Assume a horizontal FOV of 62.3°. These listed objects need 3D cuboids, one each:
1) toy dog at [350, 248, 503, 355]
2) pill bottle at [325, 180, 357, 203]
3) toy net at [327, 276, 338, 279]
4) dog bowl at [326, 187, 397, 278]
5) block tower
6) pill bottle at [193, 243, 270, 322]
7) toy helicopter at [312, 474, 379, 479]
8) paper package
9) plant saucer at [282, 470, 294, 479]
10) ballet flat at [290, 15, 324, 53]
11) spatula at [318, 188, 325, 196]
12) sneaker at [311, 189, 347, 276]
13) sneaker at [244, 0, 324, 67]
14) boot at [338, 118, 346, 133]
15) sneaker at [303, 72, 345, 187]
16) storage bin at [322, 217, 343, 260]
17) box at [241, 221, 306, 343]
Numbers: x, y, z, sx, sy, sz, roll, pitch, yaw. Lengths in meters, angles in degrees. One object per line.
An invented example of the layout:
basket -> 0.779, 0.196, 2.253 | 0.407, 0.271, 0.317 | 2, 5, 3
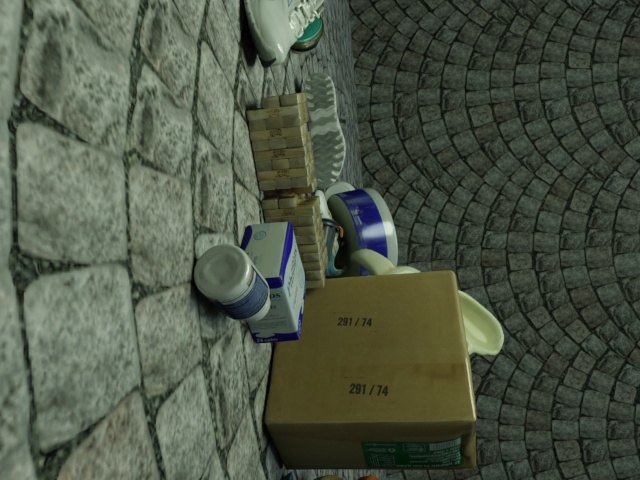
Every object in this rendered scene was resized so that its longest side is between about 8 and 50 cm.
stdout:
toy dog -> 0.151, 0.243, 1.272 | 0.284, 0.395, 0.408 | -42, 173, -25
pill bottle -> 0.064, -0.125, 1.610 | 0.180, 0.108, 0.107 | -25, 109, -80
toy net -> 0.044, 0.039, 1.593 | 0.122, 0.045, 0.232 | 40, 46, -77
dog bowl -> 0.102, -0.004, 1.420 | 0.265, 0.104, 0.264 | 169, -90, -73
block tower -> -0.052, -0.084, 0.936 | 0.097, 0.091, 0.335 | -64, 149, -71
pill bottle -> -0.101, 0.058, 0.642 | 0.120, 0.067, 0.067 | 67, 20, -61
toy helicopter -> 0.037, 0.610, 0.942 | 0.235, 0.140, 0.354 | 24, 47, -54
paper package -> 0.088, 0.221, 0.917 | 0.309, 0.325, 0.168 | -84, 165, -44
plant saucer -> -0.063, 0.449, 0.817 | 0.192, 0.018, 0.067 | -67, 150, -72
ballet flat -> -0.039, -0.506, 1.251 | 0.096, 0.095, 0.280 | 93, 0, -52
spatula -> 0.000, -0.183, 1.458 | 0.168, 0.019, 0.241 | 73, 13, -85
sneaker -> 0.019, -0.019, 1.355 | 0.085, 0.086, 0.237 | -70, 152, -65
sneaker -> -0.060, -0.421, 0.951 | 0.111, 0.130, 0.297 | 76, 14, -52
boot -> 0.035, -0.252, 1.524 | 0.246, 0.084, 0.161 | 66, 21, -87
sneaker -> 0.006, -0.274, 1.349 | 0.115, 0.105, 0.281 | -124, -146, -81
storage bin -> 0.000, 0.000, 1.232 | 0.135, 0.098, 0.091 | 28, 68, -79
box -> -0.071, 0.063, 0.802 | 0.126, 0.072, 0.137 | -85, 166, -49
